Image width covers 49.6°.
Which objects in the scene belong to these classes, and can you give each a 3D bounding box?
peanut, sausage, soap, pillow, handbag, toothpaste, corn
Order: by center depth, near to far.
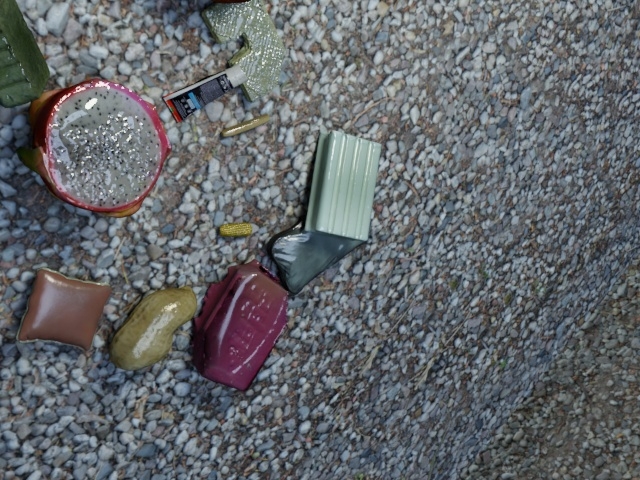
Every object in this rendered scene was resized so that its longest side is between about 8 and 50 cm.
[{"bbox_3d":[-0.576,0.156,1.556,0.179,0.075,0.171,19,91,-40],"label":"pillow"},{"bbox_3d":[-0.263,-0.344,1.587,0.193,0.045,0.071,-28,123,2],"label":"toothpaste"},{"bbox_3d":[-0.400,0.207,1.671,0.253,0.122,0.137,-53,137,-12],"label":"peanut"},{"bbox_3d":[-0.183,-0.280,1.694,0.132,0.024,0.024,-26,120,-25],"label":"sausage"},{"bbox_3d":[-0.216,-0.027,1.759,0.092,0.037,0.037,-3,109,-30],"label":"corn"},{"bbox_3d":[-0.207,0.213,1.800,0.220,0.127,0.325,31,88,-40],"label":"soap"},{"bbox_3d":[0.060,-0.140,1.822,0.159,0.087,0.266,11,85,-30],"label":"soap"},{"bbox_3d":[-0.002,0.001,1.898,0.332,0.075,0.192,-38,127,-21],"label":"handbag"}]

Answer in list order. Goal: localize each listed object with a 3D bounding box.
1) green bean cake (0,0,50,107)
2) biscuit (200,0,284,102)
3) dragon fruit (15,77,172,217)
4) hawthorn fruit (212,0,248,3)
[{"bbox_3d":[-0.587,-0.353,1.286,0.094,0.185,0.183,-20,121,-6],"label":"green bean cake"},{"bbox_3d":[-0.166,-0.462,1.623,0.147,0.046,0.250,-38,124,-17],"label":"biscuit"},{"bbox_3d":[-0.470,-0.201,1.438,0.290,0.189,0.291,-11,107,-38],"label":"dragon fruit"},{"bbox_3d":[-0.178,-0.641,1.384,0.276,0.298,0.277,2,70,-6],"label":"hawthorn fruit"}]
